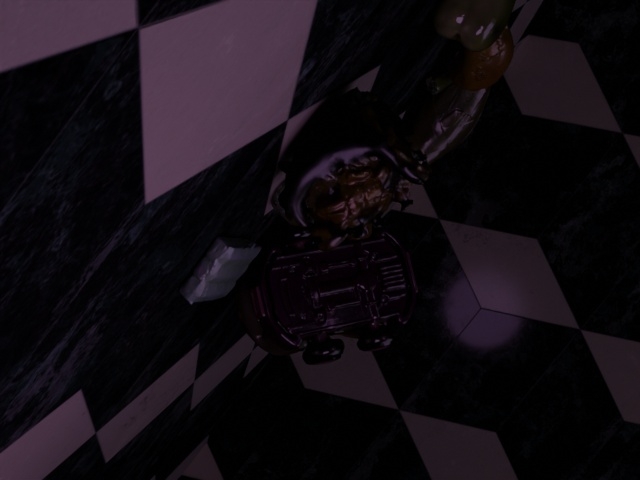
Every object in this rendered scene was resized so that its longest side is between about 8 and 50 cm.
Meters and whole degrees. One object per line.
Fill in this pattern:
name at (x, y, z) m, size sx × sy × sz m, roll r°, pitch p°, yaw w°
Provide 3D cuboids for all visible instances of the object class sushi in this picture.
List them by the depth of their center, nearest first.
sushi at (0.049, -0.107, 1.644) m, size 0.204 × 0.200 × 0.213 m, roll -46°, pitch 171°, yaw 26°

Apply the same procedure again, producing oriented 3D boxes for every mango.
mango at (0.353, -0.427, 2.296) m, size 0.248 × 0.151 × 0.156 m, roll 85°, pitch 7°, yaw -67°

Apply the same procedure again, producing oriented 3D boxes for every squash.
squash at (0.277, -0.372, 2.394) m, size 0.052 × 0.052 × 0.183 m, roll -55°, pitch 174°, yaw 32°

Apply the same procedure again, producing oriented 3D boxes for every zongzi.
zongzi at (0.288, -0.283, 2.522) m, size 0.300 × 0.145 × 0.274 m, roll -49°, pitch 172°, yaw -35°

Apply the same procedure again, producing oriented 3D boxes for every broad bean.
broad bean at (0.313, -0.457, 1.864) m, size 0.263 × 0.121 × 0.189 m, roll -54°, pitch 165°, yaw -2°

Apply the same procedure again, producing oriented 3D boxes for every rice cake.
rice cake at (-0.160, 0.046, 1.716) m, size 0.127 × 0.043 × 0.237 m, roll -53°, pitch 174°, yaw 6°

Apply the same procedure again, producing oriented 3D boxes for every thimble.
thimble at (-0.041, -0.072, 1.794) m, size 0.084 × 0.062 × 0.110 m, roll -53°, pitch 173°, yaw 22°

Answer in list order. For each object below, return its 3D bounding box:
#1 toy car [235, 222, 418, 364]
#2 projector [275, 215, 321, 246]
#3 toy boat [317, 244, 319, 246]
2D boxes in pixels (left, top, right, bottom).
toy car at (-0.002, 0.107, 2.026) m, size 0.341 × 0.271 × 0.240 m, roll -8°, pitch 171°, yaw -23°
projector at (0.024, -0.078, 2.135) m, size 0.259 × 0.079 × 0.257 m, roll -45°, pitch 172°, yaw -35°
toy boat at (-0.019, 0.016, 2.324) m, size 0.318 × 0.072 × 0.219 m, roll -51°, pitch -171°, yaw -35°
